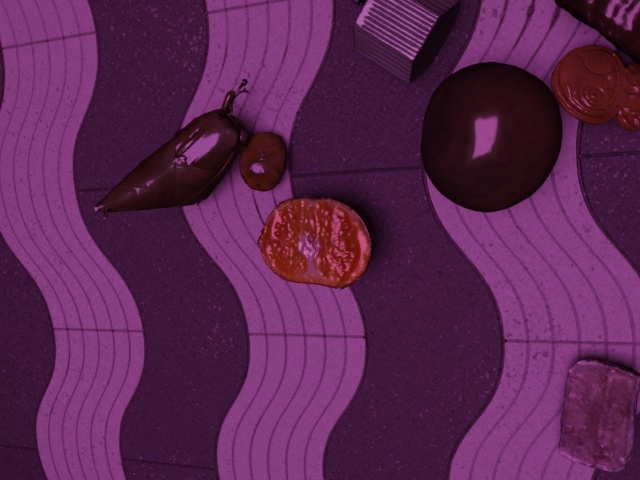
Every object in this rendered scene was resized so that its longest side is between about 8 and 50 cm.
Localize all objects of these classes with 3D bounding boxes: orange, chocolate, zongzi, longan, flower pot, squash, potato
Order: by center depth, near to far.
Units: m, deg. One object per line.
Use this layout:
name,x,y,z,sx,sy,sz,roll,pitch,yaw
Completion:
longan,0.407,-0.249,1.650,0.361,0.361,0.360,5,104,20
flower pot,0.213,-0.542,1.703,0.190,0.239,0.209,35,79,12
chocolate,0.740,0.453,1.788,0.185,0.100,0.302,10,103,30
zongzi,-0.379,-0.239,1.882,0.181,0.418,0.447,53,127,10
orange,0.002,0.003,1.893,0.310,0.274,0.274,5,107,56
potato,-0.167,-0.228,1.971,0.137,0.137,0.175,6,102,20
squash,-0.279,-0.409,2.024,0.028,0.027,0.083,27,111,14

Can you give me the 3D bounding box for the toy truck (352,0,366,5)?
toy truck,0.124,-0.665,1.798,0.083,0.049,0.054,-13,96,25

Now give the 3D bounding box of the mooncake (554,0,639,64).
mooncake,0.678,-0.517,1.472,0.324,0.324,0.187,39,116,9

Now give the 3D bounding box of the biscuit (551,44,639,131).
biscuit,0.684,-0.353,1.589,0.289,0.044,0.201,19,74,0
